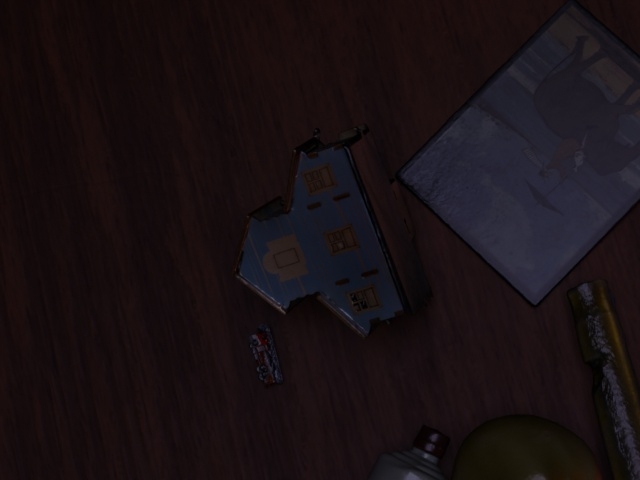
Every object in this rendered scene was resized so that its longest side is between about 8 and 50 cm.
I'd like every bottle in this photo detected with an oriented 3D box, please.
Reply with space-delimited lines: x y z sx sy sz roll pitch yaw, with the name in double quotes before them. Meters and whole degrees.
"bottle" 0.090 0.346 1.767 0.104 0.104 0.245 28 84 12

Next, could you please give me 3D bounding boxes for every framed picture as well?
"framed picture" 0.309 -0.119 1.875 0.347 0.016 0.265 -44 77 -2

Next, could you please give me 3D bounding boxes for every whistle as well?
"whistle" 0.375 0.208 1.760 0.068 0.057 0.326 -10 71 -8

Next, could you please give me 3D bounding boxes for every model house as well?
"model house" 0.000 0.000 1.813 0.206 0.178 0.271 -19 100 19

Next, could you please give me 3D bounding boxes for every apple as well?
"apple" 0.253 0.305 1.713 0.200 0.200 0.200 -1 79 7

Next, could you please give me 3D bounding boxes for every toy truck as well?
"toy truck" -0.073 0.152 1.868 0.032 0.024 0.083 -14 78 -18
